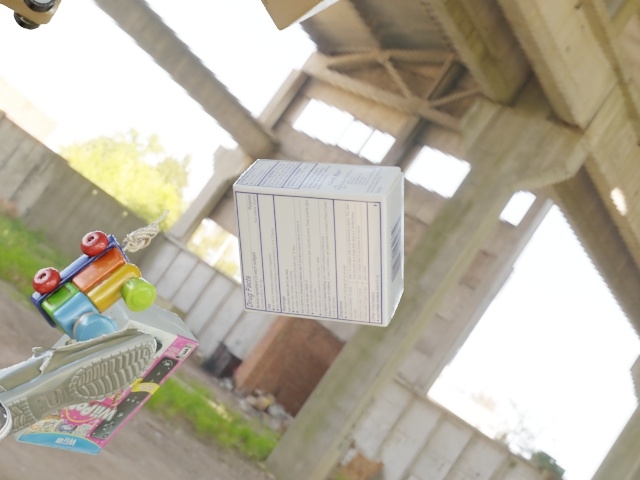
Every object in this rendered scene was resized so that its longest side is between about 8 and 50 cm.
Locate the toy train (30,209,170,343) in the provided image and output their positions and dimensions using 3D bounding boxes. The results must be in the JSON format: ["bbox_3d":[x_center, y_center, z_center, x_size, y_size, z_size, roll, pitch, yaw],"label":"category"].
[{"bbox_3d":[-0.283,0.051,1.399,0.143,0.248,0.105,33,-25,43],"label":"toy train"}]

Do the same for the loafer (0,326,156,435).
[{"bbox_3d":[-0.334,0.163,1.241,0.087,0.251,0.094,50,-33,33],"label":"loafer"}]

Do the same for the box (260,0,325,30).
[{"bbox_3d":[0.023,-0.384,1.173,0.148,0.121,0.311,59,-27,-8],"label":"box"}]

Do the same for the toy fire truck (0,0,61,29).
[{"bbox_3d":[-0.555,-0.535,1.760,0.217,0.246,0.158,26,-21,-21],"label":"toy fire truck"}]

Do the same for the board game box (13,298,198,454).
[{"bbox_3d":[-0.405,0.248,1.783,0.097,0.303,0.224,48,8,32],"label":"board game box"}]

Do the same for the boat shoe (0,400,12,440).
[{"bbox_3d":[-0.465,0.169,1.111,0.228,0.080,0.076,23,-34,14],"label":"boat shoe"}]

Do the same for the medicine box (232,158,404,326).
[{"bbox_3d":[0.000,0.000,1.794,0.289,0.263,0.149,5,27,16],"label":"medicine box"}]
